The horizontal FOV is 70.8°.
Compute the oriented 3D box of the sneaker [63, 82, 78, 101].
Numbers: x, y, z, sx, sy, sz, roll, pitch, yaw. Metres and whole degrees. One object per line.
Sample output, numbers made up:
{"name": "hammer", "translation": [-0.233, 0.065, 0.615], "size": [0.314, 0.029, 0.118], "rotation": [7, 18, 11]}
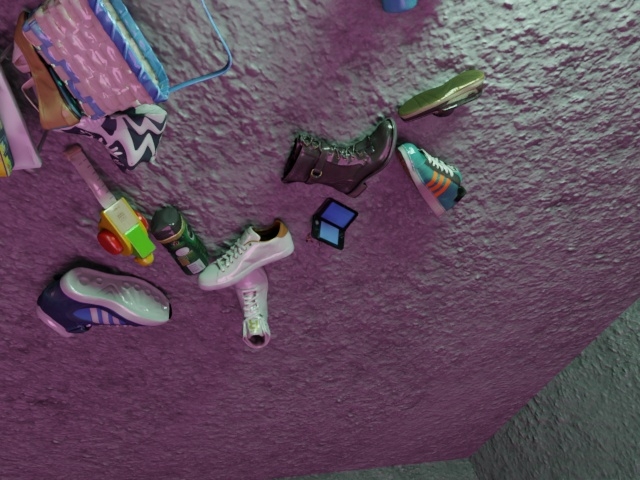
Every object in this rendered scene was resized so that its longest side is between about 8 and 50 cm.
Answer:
{"name": "sneaker", "translation": [-0.504, -0.273, 0.926], "size": [0.170, 0.051, 0.089], "rotation": [16, 125, -43]}

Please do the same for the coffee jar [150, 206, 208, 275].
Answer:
{"name": "coffee jar", "translation": [-0.371, 0.002, 1.188], "size": [0.079, 0.096, 0.184], "rotation": [-24, 133, 0]}

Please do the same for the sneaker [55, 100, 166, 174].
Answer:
{"name": "sneaker", "translation": [-0.440, -0.203, 0.937], "size": [0.235, 0.094, 0.153], "rotation": [-23, 138, -48]}

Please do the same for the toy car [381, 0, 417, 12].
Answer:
{"name": "toy car", "translation": [0.213, -0.523, 0.805], "size": [0.210, 0.238, 0.219], "rotation": [-17, 134, -2]}

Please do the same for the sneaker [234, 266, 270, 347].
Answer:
{"name": "sneaker", "translation": [-0.201, 0.203, 1.372], "size": [0.108, 0.169, 0.292], "rotation": [-11, 132, -6]}

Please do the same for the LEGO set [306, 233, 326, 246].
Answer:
{"name": "LEGO set", "translation": [-0.002, 0.002, 1.353], "size": [0.083, 0.023, 0.054], "rotation": [-8, 133, -10]}

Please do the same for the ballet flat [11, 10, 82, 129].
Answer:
{"name": "ballet flat", "translation": [-0.504, -0.301, 0.799], "size": [0.073, 0.232, 0.080], "rotation": [-26, 170, -5]}

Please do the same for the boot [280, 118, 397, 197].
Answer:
{"name": "boot", "translation": [0.043, -0.217, 1.126], "size": [0.229, 0.091, 0.263], "rotation": [14, 127, -28]}

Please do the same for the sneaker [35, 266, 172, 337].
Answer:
{"name": "sneaker", "translation": [-0.623, 0.201, 1.280], "size": [0.236, 0.130, 0.323], "rotation": [-35, 137, 27]}

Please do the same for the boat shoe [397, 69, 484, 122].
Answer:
{"name": "boat shoe", "translation": [0.302, -0.339, 1.107], "size": [0.223, 0.080, 0.073], "rotation": [-27, 128, 1]}

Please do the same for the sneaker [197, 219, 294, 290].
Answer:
{"name": "sneaker", "translation": [-0.221, 0.029, 1.251], "size": [0.290, 0.106, 0.123], "rotation": [-28, 129, -16]}

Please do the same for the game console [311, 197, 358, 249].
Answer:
{"name": "game console", "translation": [0.043, -0.045, 1.296], "size": [0.122, 0.107, 0.071], "rotation": [25, 148, -33]}

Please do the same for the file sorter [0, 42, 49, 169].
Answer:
{"name": "file sorter", "translation": [-0.677, -0.244, 0.818], "size": [0.278, 0.173, 0.193], "rotation": [-8, 131, -11]}

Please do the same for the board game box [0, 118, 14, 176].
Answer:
{"name": "board game box", "translation": [-0.609, -0.188, 0.740], "size": [0.141, 0.048, 0.170], "rotation": [-3, 129, -18]}

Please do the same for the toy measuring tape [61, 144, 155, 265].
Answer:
{"name": "toy measuring tape", "translation": [-0.516, -0.071, 1.088], "size": [0.121, 0.121, 0.330], "rotation": [-25, 116, 6]}

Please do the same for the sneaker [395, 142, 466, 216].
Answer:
{"name": "sneaker", "translation": [0.309, -0.185, 1.235], "size": [0.121, 0.108, 0.302], "rotation": [-35, 139, 14]}

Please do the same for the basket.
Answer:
{"name": "basket", "translation": [-0.334, -0.370, 0.794], "size": [0.289, 0.201, 0.254], "rotation": [-21, 131, 2]}
